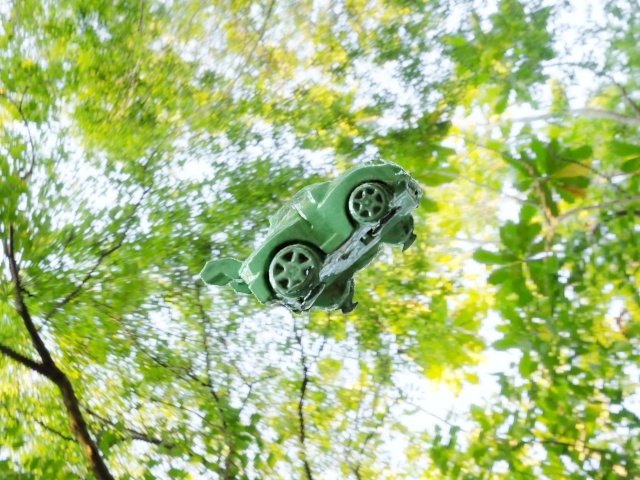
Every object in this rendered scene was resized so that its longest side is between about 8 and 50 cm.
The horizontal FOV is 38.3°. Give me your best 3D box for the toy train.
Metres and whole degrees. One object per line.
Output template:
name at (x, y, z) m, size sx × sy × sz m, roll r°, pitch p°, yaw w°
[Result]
toy train at (0.000, 0.000, 0.638) m, size 0.149 × 0.099 × 0.081 m, roll -47°, pitch -110°, yaw 6°
